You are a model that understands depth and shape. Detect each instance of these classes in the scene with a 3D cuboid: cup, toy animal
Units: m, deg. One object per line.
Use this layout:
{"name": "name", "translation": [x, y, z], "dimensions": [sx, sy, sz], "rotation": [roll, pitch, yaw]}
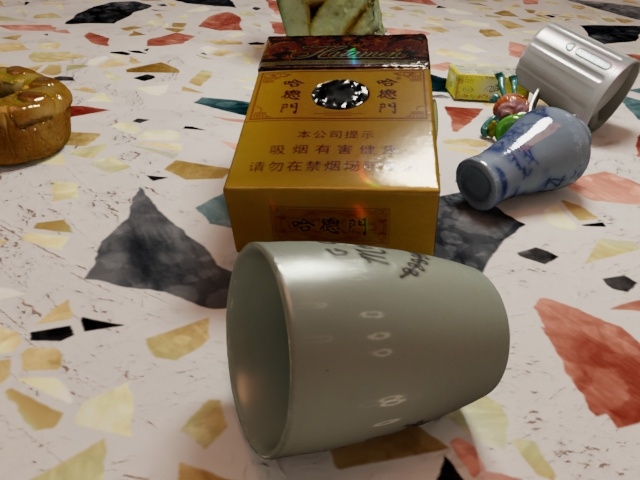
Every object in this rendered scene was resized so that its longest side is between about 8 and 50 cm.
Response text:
{"name": "cup", "translation": [0.511, -0.335, 1.362], "dimensions": [0.221, 0.167, 0.202], "rotation": [-30, 59, -33]}
{"name": "cup", "translation": [0.029, 0.091, 0.653], "dimensions": [0.234, 0.187, 0.258], "rotation": [-1, 3, -25]}
{"name": "toy animal", "translation": [0.368, -0.254, 1.318], "dimensions": [0.103, 0.100, 0.208], "rotation": [-15, 40, 21]}

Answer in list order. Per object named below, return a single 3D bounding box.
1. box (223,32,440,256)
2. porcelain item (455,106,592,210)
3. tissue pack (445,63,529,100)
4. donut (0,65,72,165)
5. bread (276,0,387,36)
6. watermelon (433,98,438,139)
{"name": "box", "translation": [0.029, -0.157, 0.939], "dimensions": [0.264, 0.116, 0.415], "rotation": [1, 43, 7]}
{"name": "porcelain item", "translation": [0.343, -0.134, 1.082], "dimensions": [0.259, 0.141, 0.141], "rotation": [-27, 43, -29]}
{"name": "tissue pack", "translation": [0.388, -0.365, 1.527], "dimensions": [0.175, 0.062, 0.095], "rotation": [1, 29, -5]}
{"name": "donut", "translation": [-0.529, -0.210, 1.093], "dimensions": [0.226, 0.114, 0.227], "rotation": [4, 31, -2]}
{"name": "bread", "translation": [0.008, -0.610, 1.586], "dimensions": [0.263, 0.395, 0.239], "rotation": [-9, 29, 15]}
{"name": "watermelon", "translation": [0.124, -0.163, 1.103], "dimensions": [0.245, 0.119, 0.063], "rotation": [-27, 29, -32]}
